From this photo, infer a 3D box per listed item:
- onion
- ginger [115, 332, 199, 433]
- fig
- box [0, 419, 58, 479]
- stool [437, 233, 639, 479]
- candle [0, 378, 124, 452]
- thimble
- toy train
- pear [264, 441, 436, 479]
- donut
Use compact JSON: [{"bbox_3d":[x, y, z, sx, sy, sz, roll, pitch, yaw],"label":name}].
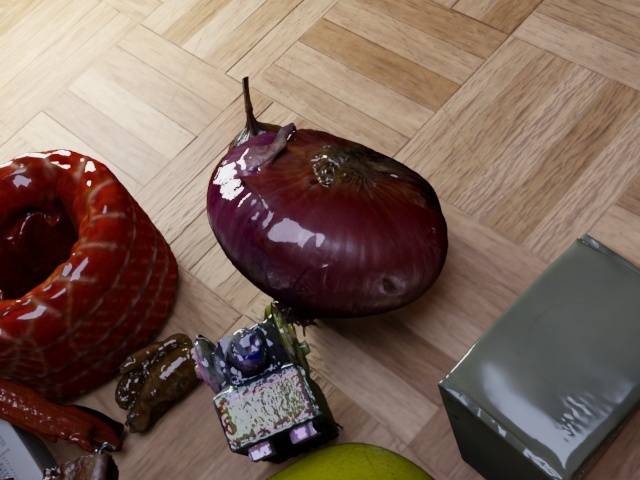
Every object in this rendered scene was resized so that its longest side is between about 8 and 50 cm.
[{"bbox_3d":[0.000,0.000,1.263,0.348,0.285,0.347,15,27,-8],"label":"onion"},{"bbox_3d":[-0.241,0.195,1.301,0.162,0.073,0.103,-44,56,-12],"label":"ginger"},{"bbox_3d":[-0.089,-0.153,1.410,0.146,0.201,0.133,8,51,15],"label":"fig"},{"bbox_3d":[-0.414,0.411,1.194,0.200,0.106,0.299,-41,57,-11],"label":"box"},{"bbox_3d":[0.291,0.178,1.030,0.243,0.269,0.170,-43,57,-12],"label":"stool"},{"bbox_3d":[-0.415,0.227,1.245,0.302,0.084,0.059,26,87,-9],"label":"candle"},{"bbox_3d":[-0.414,0.047,1.358,0.350,0.230,0.350,-8,55,12],"label":"thimble"},{"bbox_3d":[-0.069,0.192,1.151,0.134,0.261,0.177,-23,72,1],"label":"toy train"},{"bbox_3d":[0.037,0.366,0.988,0.294,0.294,0.294,-8,56,12],"label":"pear"},{"bbox_3d":[-0.346,0.348,1.099,0.217,0.085,0.141,-12,55,8],"label":"donut"}]
